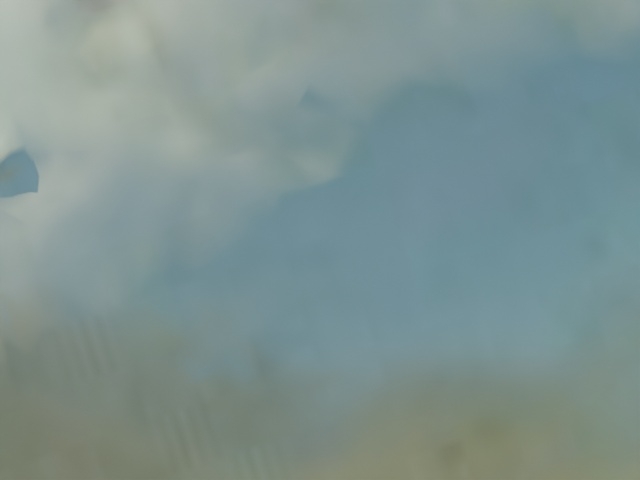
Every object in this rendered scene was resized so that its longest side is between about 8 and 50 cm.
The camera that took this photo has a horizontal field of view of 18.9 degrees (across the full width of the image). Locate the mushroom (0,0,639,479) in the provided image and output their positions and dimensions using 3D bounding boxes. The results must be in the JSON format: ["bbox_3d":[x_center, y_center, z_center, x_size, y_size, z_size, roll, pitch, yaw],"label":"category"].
[{"bbox_3d":[0.000,0.000,0.492,0.314,0.336,0.314,4,63,-7],"label":"mushroom"}]
